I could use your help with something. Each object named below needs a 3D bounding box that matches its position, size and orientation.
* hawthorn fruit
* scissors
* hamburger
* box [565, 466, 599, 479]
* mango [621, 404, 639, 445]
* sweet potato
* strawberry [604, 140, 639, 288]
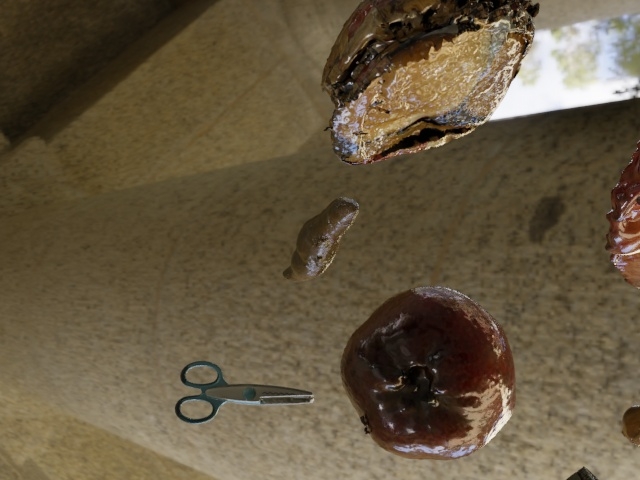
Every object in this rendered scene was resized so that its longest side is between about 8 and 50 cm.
[{"bbox_3d":[0.207,0.217,1.698,0.369,0.285,0.284,4,-93,-57],"label":"hawthorn fruit"},{"bbox_3d":[-0.065,0.133,0.870,0.014,0.119,0.058,79,-165,-59],"label":"scissors"},{"bbox_3d":[0.094,-0.166,0.950,0.231,0.231,0.106,-9,-114,-35],"label":"hamburger"},{"bbox_3d":[0.429,0.449,1.276,0.084,0.198,0.310,-44,-83,7],"label":"box"},{"bbox_3d":[0.616,0.349,1.931,0.063,0.127,0.077,-18,-110,-21],"label":"mango"},{"bbox_3d":[0.000,0.000,1.422,0.067,0.274,0.067,8,-117,-16],"label":"sweet potato"},{"bbox_3d":[0.198,-0.024,0.438,0.147,0.187,0.082,18,-116,-14],"label":"strawberry"}]
